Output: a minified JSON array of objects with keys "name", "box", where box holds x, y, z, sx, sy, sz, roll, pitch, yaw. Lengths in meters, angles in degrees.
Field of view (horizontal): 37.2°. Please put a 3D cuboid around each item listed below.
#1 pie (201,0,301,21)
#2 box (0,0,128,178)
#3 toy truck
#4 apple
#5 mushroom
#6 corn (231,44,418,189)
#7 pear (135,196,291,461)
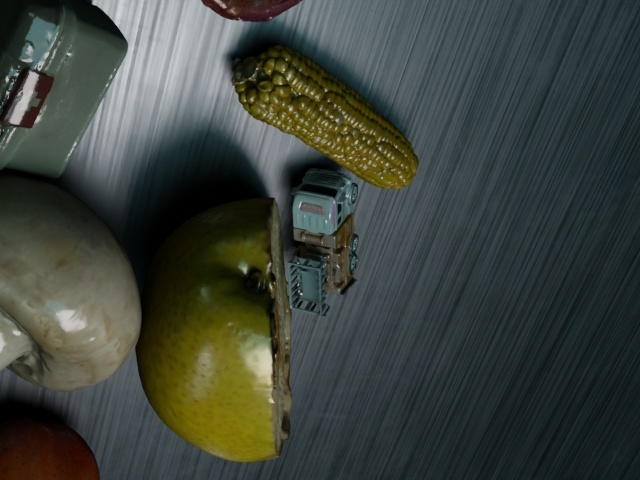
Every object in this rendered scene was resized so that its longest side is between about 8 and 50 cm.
[{"name":"pie","box":[-0.074,-0.340,1.109,0.182,0.049,0.182,-16,128,-21]},{"name":"box","box":[-0.320,-0.181,1.047,0.129,0.148,0.210,15,116,-44]},{"name":"toy truck","box":[-0.001,0.000,1.322,0.080,0.115,0.178,11,125,20]},{"name":"apple","box":[-0.415,0.360,1.327,0.234,0.234,0.234,-12,126,-17]},{"name":"mushroom","box":[-0.360,0.082,1.088,0.290,0.297,0.297,-54,136,-28]},{"name":"corn","box":[0.021,-0.157,1.251,0.313,0.102,0.102,25,109,-39]},{"name":"pear","box":[-0.139,0.117,1.246,0.191,0.340,0.386,0,152,0]}]
